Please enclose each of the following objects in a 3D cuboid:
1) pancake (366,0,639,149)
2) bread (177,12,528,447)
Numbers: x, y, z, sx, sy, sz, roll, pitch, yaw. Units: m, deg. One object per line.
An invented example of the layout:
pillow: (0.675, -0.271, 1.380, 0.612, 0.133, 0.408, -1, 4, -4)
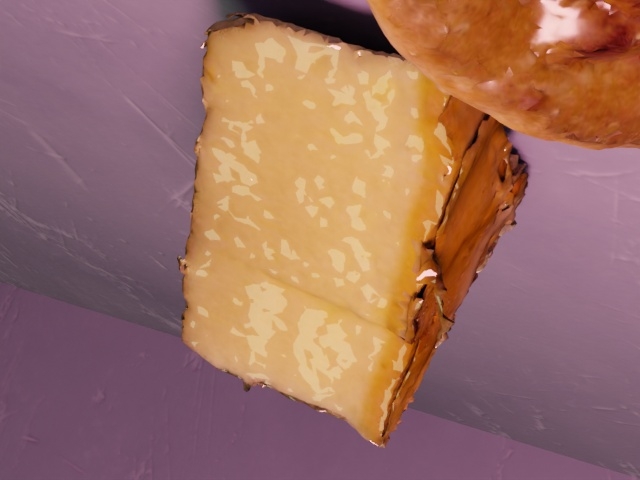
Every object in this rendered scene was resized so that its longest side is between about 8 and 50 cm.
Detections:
pancake: (0.184, -0.126, 0.528, 0.356, 0.065, 0.356, -9, 159, -3)
bread: (0.000, 0.000, 1.139, 0.248, 0.279, 0.315, 24, 179, 20)
